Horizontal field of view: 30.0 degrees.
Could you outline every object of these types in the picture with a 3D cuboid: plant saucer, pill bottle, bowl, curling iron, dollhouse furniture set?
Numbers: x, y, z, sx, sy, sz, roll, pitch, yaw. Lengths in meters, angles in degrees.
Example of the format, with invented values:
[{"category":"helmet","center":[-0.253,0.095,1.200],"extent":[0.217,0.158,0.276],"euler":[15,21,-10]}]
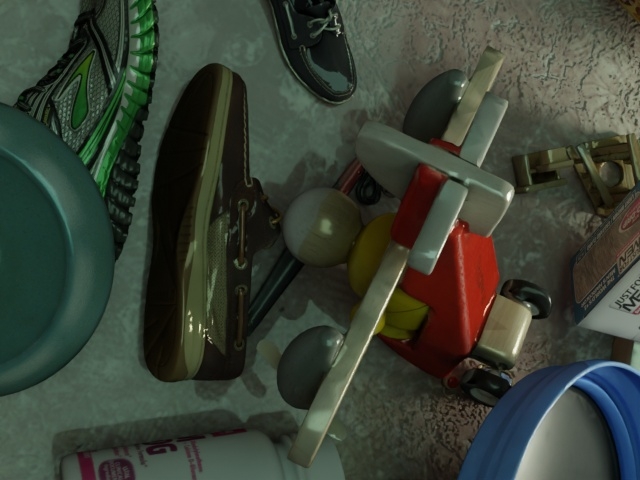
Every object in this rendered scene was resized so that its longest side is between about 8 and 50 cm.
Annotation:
[{"category":"plant saucer","center":[-0.367,0.014,1.192],"extent":[0.317,0.044,0.318],"euler":[1,102,3]},{"category":"pill bottle","center":[-0.123,0.284,1.251],"extent":[0.283,0.160,0.160],"euler":[-6,91,-16]},{"category":"bowl","center":[0.261,0.317,1.256],"extent":[0.391,0.077,0.391],"euler":[-5,96,-47]},{"category":"curling iron","center":[0.000,0.000,1.352],"extent":[0.068,0.035,0.274],"euler":[43,79,-11]},{"category":"dollhouse furniture set","center":[0.332,-0.066,1.368],"extent":[0.161,0.182,0.101],"euler":[-12,93,-15]}]

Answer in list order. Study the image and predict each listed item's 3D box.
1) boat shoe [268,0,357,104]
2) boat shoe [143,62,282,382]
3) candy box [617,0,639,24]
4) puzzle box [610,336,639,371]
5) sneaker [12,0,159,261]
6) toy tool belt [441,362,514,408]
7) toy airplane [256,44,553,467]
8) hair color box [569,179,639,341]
[{"category":"boat shoe","center":[-0.013,-0.249,1.336],"extent":[0.075,0.065,0.206],"euler":[-26,96,-14]},{"category":"boat shoe","center":[-0.106,-0.015,1.291],"extent":[0.123,0.123,0.342],"euler":[8,85,-31]},{"category":"candy box","center":[0.433,-0.341,1.404],"extent":[0.183,0.087,0.316],"euler":[-43,90,2]},{"category":"puzzle box","center":[0.537,0.254,1.488],"extent":[0.409,0.052,0.272],"euler":[12,87,-15]},{"category":"sneaker","center":[-0.249,-0.150,1.236],"extent":[0.146,0.134,0.344],"euler":[10,87,-14]},{"category":"toy tool belt","center":[0.188,0.170,1.393],"extent":[0.083,0.051,0.052],"euler":[9,87,-15]},{"category":"toy airplane","center":[0.076,0.001,1.206],"extent":[0.272,0.386,0.384],"euler":[17,109,24]},{"category":"hair color box","center":[0.483,0.054,1.373],"extent":[0.347,0.174,0.105],"euler":[14,50,-14]}]
